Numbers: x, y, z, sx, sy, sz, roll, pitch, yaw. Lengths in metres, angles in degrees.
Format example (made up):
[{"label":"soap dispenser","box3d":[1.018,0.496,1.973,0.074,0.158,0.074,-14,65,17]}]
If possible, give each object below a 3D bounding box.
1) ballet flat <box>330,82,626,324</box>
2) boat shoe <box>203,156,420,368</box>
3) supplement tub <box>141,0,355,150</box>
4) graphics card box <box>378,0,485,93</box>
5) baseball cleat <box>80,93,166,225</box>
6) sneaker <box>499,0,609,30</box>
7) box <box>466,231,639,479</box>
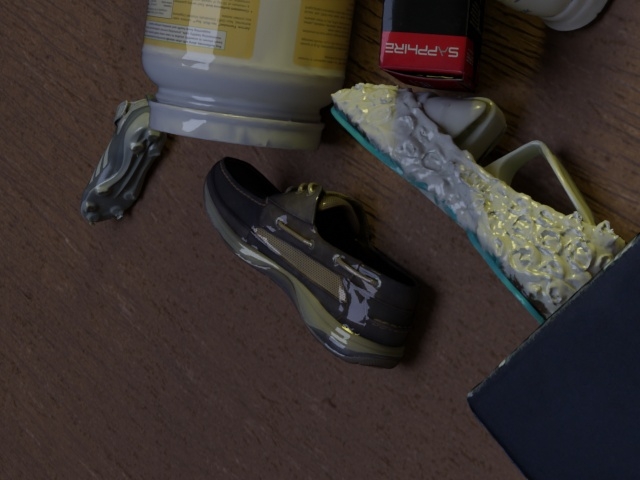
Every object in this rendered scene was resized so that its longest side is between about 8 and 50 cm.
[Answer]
[{"label":"ballet flat","box3d":[0.172,-0.064,1.744,0.409,0.147,0.147,48,124,37]},{"label":"boat shoe","box3d":[0.000,0.000,1.953,0.355,0.132,0.130,45,112,33]},{"label":"supplement tub","box3d":[-0.079,-0.282,1.956,0.241,0.241,0.331,16,100,50]},{"label":"graphics card box","box3d":[0.127,-0.342,1.719,0.094,0.233,0.371,6,93,9]},{"label":"baseball cleat","box3d":[-0.272,-0.116,2.338,0.206,0.072,0.109,-47,40,33]},{"label":"sneaker","box3d":[0.256,-0.344,1.632,0.111,0.129,0.297,41,118,46]},{"label":"box","box3d":[0.428,-0.001,1.068,0.297,0.472,0.480,49,128,9]}]
